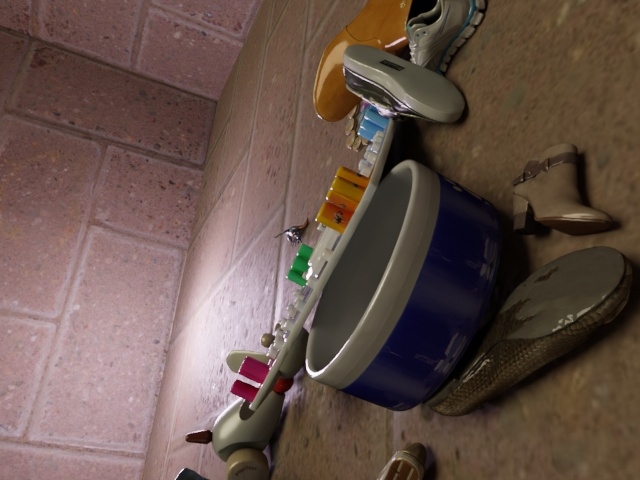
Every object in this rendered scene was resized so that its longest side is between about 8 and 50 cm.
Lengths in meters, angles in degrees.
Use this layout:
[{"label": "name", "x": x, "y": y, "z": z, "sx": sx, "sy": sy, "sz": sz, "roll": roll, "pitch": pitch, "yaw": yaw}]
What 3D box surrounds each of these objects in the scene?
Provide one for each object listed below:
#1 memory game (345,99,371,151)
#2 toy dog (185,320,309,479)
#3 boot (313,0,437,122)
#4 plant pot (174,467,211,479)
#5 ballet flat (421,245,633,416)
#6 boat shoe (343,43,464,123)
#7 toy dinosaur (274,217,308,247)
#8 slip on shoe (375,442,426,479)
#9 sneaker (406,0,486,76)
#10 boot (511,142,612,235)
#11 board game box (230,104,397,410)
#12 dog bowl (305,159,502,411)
[{"label": "memory game", "x": 0.091, "y": -0.259, "z": 1.071, "sx": 0.186, "sy": 0.012, "sz": 0.186, "roll": -164, "pitch": 90, "yaw": -70}, {"label": "toy dog", "x": -0.146, "y": 0.299, "z": 1.068, "sx": 0.220, "sy": 0.160, "sz": 0.334, "roll": -168, "pitch": 93, "yaw": -70}, {"label": "boot", "x": 0.097, "y": -0.330, "z": 0.951, "sx": 0.295, "sy": 0.104, "sz": 0.211, "roll": -62, "pitch": 23, "yaw": 6}, {"label": "plant pot", "x": -0.167, "y": 0.521, "z": 0.845, "sx": 0.293, "sy": 0.196, "sz": 0.293, "roll": 17, "pitch": -90, "yaw": -87}, {"label": "ballet flat", "x": 0.185, "y": 0.096, "z": 0.517, "sx": 0.250, "sy": 0.058, "sz": 0.084, "roll": -51, "pitch": 12, "yaw": 36}, {"label": "boat shoe", "x": 0.116, "y": -0.213, "z": 0.817, "sx": 0.219, "sy": 0.077, "sz": 0.070, "roll": 42, "pitch": 146, "yaw": 35}, {"label": "toy dinosaur", "x": -0.056, "y": -0.015, "z": 1.273, "sx": 0.090, "sy": 0.047, "sz": 0.082, "roll": -38, "pitch": 15, "yaw": 2}, {"label": "slip on shoe", "x": 0.084, "y": 0.286, "z": 0.651, "sx": 0.041, "sy": 0.051, "sz": 0.136, "roll": -33, "pitch": -35, "yaw": -56}, {"label": "sneaker", "x": 0.153, "y": -0.284, "z": 0.828, "sx": 0.071, "sy": 0.082, "sz": 0.191, "roll": -100, "pitch": 31, "yaw": -46}, {"label": "boot", "x": 0.225, "y": -0.050, "z": 0.528, "sx": 0.118, "sy": 0.042, "sz": 0.087, "roll": -2, "pitch": 65, "yaw": 62}, {"label": "board game box", "x": 0.000, "y": 0.000, "z": 0.866, "sx": 0.390, "sy": 0.050, "sz": 0.390, "roll": -63, "pitch": 2, "yaw": 30}, {"label": "dog bowl", "x": 0.085, "y": 0.049, "z": 0.639, "sx": 0.265, "sy": 0.104, "sz": 0.265, "roll": -63, "pitch": 9, "yaw": 17}]
